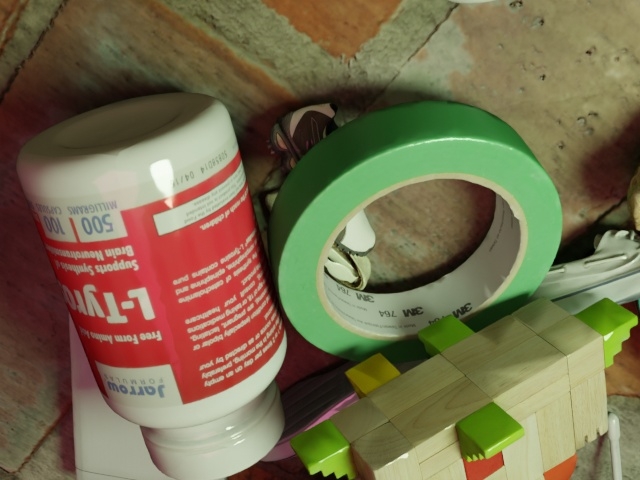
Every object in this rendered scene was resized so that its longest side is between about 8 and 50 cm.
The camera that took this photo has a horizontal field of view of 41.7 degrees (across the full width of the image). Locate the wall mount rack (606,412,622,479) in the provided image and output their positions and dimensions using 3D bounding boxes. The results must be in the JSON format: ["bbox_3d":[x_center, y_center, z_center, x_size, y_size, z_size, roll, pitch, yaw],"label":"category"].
[{"bbox_3d":[0.501,0.392,1.110,0.304,0.350,0.130,41,83,-22],"label":"wall mount rack"}]

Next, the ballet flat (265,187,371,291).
[{"bbox_3d":[0.000,0.000,1.023,0.168,0.052,0.057,39,120,-17],"label":"ballet flat"}]

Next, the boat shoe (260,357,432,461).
[{"bbox_3d":[0.034,0.232,1.142,0.302,0.109,0.094,-33,116,22],"label":"boat shoe"}]

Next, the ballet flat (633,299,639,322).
[{"bbox_3d":[0.504,0.164,1.000,0.116,0.124,0.342,-47,68,28],"label":"ballet flat"}]

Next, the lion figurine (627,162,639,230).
[{"bbox_3d":[0.432,-0.178,0.819,0.240,0.142,0.392,1,110,16],"label":"lion figurine"}]

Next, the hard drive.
[{"bbox_3d":[-0.241,0.239,1.217,0.232,0.047,0.353,10,124,1],"label":"hard drive"}]

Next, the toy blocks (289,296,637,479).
[{"bbox_3d":[0.181,0.247,0.945,0.381,0.190,0.261,-27,123,-16],"label":"toy blocks"}]

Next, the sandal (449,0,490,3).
[{"bbox_3d":[0.262,-0.345,0.725,0.416,0.169,0.102,-36,153,26],"label":"sandal"}]

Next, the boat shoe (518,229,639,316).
[{"bbox_3d":[0.342,0.029,0.970,0.258,0.095,0.084,-22,74,23],"label":"boat shoe"}]

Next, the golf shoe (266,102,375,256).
[{"bbox_3d":[0.025,-0.067,0.962,0.093,0.077,0.198,-24,118,21],"label":"golf shoe"}]

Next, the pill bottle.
[{"bbox_3d":[-0.167,0.058,0.953,0.228,0.229,0.408,-8,115,12],"label":"pill bottle"}]

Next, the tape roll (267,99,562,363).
[{"bbox_3d":[0.104,0.001,0.937,0.321,0.077,0.321,-7,131,-9],"label":"tape roll"}]
